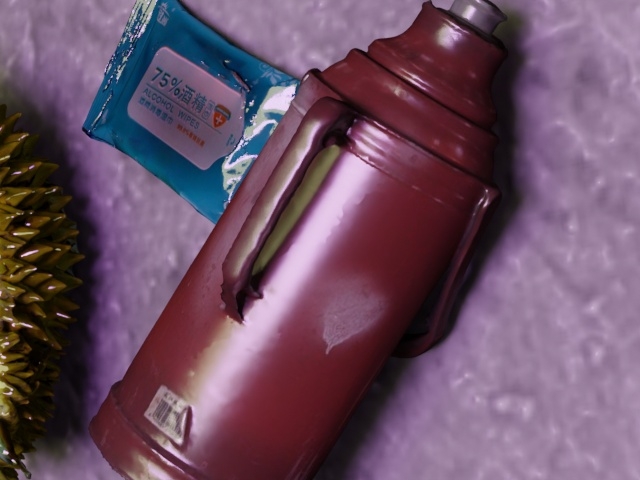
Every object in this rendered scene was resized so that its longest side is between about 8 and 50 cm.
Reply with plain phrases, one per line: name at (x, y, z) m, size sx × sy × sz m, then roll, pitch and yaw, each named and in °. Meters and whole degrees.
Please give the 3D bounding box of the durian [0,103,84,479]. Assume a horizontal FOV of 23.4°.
durian at (-0.165, 0.014, 0.755) m, size 0.137 × 0.095 × 0.221 m, roll 140°, pitch 117°, yaw -67°

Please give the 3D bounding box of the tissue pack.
tissue pack at (-0.057, -0.058, 0.720) m, size 0.138 × 0.028 × 0.085 m, roll 37°, pitch 106°, yaw 36°

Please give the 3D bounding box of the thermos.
thermos at (0.002, 0.002, 0.619) m, size 0.099 × 0.124 × 0.232 m, roll 37°, pitch 101°, yaw 27°
